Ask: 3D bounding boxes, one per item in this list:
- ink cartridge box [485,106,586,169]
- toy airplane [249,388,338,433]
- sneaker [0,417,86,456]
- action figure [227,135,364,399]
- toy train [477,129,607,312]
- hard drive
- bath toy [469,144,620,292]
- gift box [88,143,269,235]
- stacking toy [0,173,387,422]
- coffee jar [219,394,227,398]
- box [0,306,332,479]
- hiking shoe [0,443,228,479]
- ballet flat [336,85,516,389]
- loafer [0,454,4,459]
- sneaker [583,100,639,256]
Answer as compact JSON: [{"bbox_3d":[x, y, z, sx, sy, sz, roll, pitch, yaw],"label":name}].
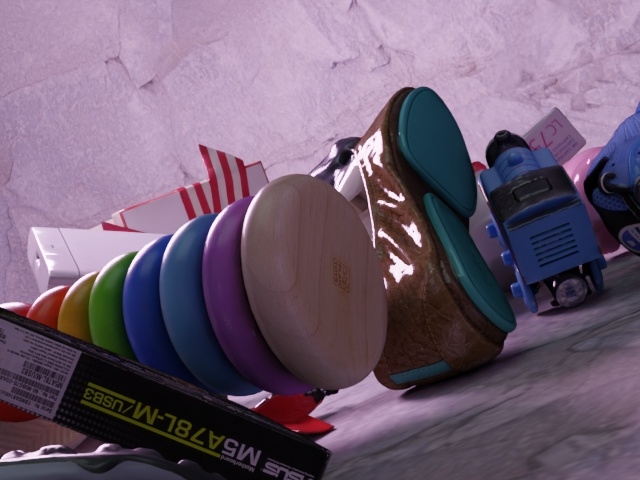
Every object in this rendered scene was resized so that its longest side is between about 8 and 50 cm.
[{"bbox_3d":[0.179,-0.038,1.419,0.186,0.065,0.311,-41,0,-13],"label":"ink cartridge box"},{"bbox_3d":[-0.055,0.132,0.861,0.151,0.028,0.151,-20,3,1],"label":"toy airplane"},{"bbox_3d":[-0.320,0.188,0.924,0.148,0.131,0.350,-34,-7,34],"label":"sneaker"},{"bbox_3d":[0.000,0.000,1.156,0.330,0.178,0.341,-39,6,-2],"label":"action figure"},{"bbox_3d":[0.174,-0.021,0.984,0.080,0.105,0.184,-19,30,6],"label":"toy train"},{"bbox_3d":[-0.162,0.036,1.467,0.353,0.047,0.233,4,12,-19],"label":"hard drive"},{"bbox_3d":[0.284,-0.058,1.140,0.348,0.129,0.151,-20,-32,6],"label":"bath toy"},{"bbox_3d":[-0.189,0.022,1.753,0.255,0.276,0.258,-27,6,-24],"label":"gift box"},{"bbox_3d":[-0.124,0.065,0.846,0.330,0.141,0.141,-18,3,29],"label":"stacking toy"},{"bbox_3d":[-0.142,0.120,1.058,0.079,0.096,0.184,-35,6,-17],"label":"coffee jar"},{"bbox_3d":[-0.105,0.089,0.676,0.191,0.045,0.184,24,-10,-12],"label":"box"},{"bbox_3d":[-0.156,0.165,0.388,0.304,0.113,0.132,-18,29,-1],"label":"hiking shoe"},{"bbox_3d":[0.064,-0.005,0.950,0.124,0.116,0.342,-36,31,19],"label":"ballet flat"},{"bbox_3d":[-0.204,0.165,0.751,0.223,0.078,0.076,-21,3,-5],"label":"loafer"},{"bbox_3d":[0.293,-0.035,0.894,0.147,0.130,0.330,-44,11,-2],"label":"sneaker"}]
